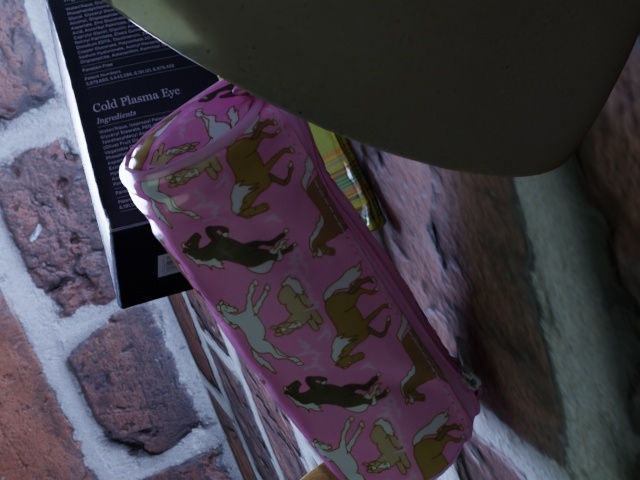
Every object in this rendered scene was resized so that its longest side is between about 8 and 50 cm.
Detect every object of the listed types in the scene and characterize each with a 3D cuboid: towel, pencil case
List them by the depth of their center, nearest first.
[{"bbox_3d":[-0.009,0.039,0.873,0.386,0.167,0.160,55,171,-22],"label":"pencil case"},{"bbox_3d":[-0.028,-0.101,0.991,0.102,0.021,0.237,-27,88,33],"label":"towel"}]

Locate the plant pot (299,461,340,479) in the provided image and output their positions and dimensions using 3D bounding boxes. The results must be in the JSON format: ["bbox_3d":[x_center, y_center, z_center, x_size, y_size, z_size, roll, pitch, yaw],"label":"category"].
[{"bbox_3d":[0.062,0.442,1.325,0.254,0.237,0.237,40,155,26],"label":"plant pot"}]

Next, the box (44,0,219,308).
[{"bbox_3d":[-0.205,-0.121,1.248,0.343,0.179,0.312,118,135,-71],"label":"box"}]

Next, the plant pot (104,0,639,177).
[{"bbox_3d":[0.036,-0.186,0.403,0.284,0.284,0.191,54,125,33],"label":"plant pot"}]
